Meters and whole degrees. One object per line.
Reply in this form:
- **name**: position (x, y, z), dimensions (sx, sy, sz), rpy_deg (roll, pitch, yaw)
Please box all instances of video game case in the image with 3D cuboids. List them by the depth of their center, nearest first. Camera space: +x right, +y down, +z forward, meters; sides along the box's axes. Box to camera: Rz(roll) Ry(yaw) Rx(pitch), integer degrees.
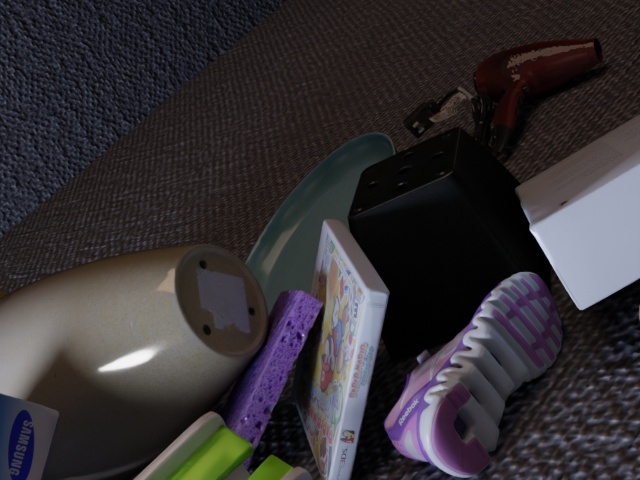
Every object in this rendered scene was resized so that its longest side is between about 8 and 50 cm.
- **video game case**: position (0.014, 0.107, 1.164), dimensions (0.026, 0.206, 0.227), rpy_deg (7, 16, -13)

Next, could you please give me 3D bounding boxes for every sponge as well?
- **sponge**: position (-0.064, 0.151, 1.213), dimensions (0.210, 0.031, 0.117), rpy_deg (-64, 11, -10)

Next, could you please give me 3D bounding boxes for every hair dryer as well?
- **hair dryer**: position (0.277, -0.193, 1.656), dimensions (0.293, 0.080, 0.223), rpy_deg (-38, 36, 0)

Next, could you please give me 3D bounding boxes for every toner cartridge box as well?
- **toner cartridge box**: position (-0.327, 0.326, 1.058), dimensions (0.347, 0.075, 0.165), rpy_deg (-85, 20, -46)

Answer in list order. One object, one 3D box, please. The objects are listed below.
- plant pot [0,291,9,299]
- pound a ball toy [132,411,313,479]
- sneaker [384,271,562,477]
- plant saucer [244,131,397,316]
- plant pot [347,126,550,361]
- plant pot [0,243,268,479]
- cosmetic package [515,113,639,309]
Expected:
- **plant pot**: position (-0.371, 0.182, 1.476), dimensions (0.239, 0.254, 0.254), rpy_deg (-7, 28, 20)
- **pound a ball toy**: position (-0.116, 0.324, 0.960), dimensions (0.208, 0.135, 0.319), rpy_deg (25, 55, 36)
- **sneaker**: position (0.137, 0.119, 1.080), dimensions (0.104, 0.095, 0.236), rpy_deg (-19, 24, 52)
- **plant saucer**: position (0.000, 0.000, 1.499), dimensions (0.317, 0.044, 0.317), rpy_deg (-44, 22, 23)
- **plant pot**: position (0.131, -0.011, 1.272), dimensions (0.187, 0.167, 0.188), rpy_deg (-23, 21, 22)
- **plant pot**: position (-0.194, 0.113, 1.261), dimensions (0.274, 0.256, 0.256), rpy_deg (-30, 18, 36)
- **cosmetic package**: position (0.372, -0.091, 1.093), dimensions (0.377, 0.097, 0.284), rpy_deg (-31, 2, 11)
